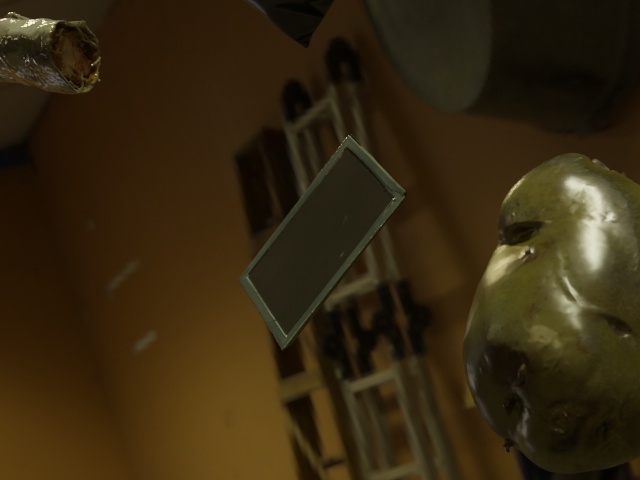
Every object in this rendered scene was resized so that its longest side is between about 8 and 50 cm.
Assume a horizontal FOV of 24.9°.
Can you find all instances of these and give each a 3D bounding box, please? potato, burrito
[{"bbox_3d":[0.265,0.068,1.505,0.218,0.351,0.202,-4,-27,37],"label":"potato"},{"bbox_3d":[-0.271,-0.169,1.286,0.226,0.060,0.087,10,-15,45],"label":"burrito"}]

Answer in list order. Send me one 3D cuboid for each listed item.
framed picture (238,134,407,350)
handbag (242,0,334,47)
[{"bbox_3d":[0.000,0.000,1.864,0.252,0.014,0.197,-52,32,9],"label":"framed picture"},{"bbox_3d":[-0.068,-0.324,1.454,0.088,0.254,0.211,-56,9,-34],"label":"handbag"}]
